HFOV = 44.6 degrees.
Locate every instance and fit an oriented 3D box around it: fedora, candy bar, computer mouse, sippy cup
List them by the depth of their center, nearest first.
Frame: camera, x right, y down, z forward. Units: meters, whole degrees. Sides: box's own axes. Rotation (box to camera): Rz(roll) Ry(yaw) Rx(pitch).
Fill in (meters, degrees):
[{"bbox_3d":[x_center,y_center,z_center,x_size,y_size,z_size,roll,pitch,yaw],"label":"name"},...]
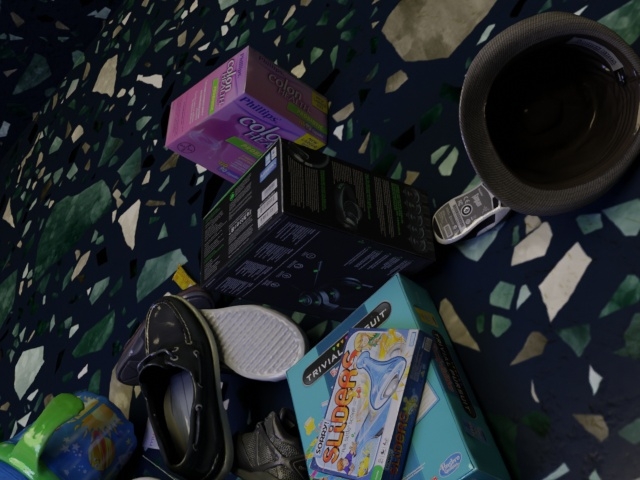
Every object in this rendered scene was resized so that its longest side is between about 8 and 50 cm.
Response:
[{"bbox_3d":[0.284,-0.160,1.012,0.275,0.243,0.124,-33,8,-10],"label":"fedora"},{"bbox_3d":[0.247,-0.055,1.128,0.193,0.042,0.106,-33,51,25],"label":"computer mouse"},{"bbox_3d":[-0.486,0.421,1.515,0.305,0.240,0.224,-28,14,47],"label":"sippy cup"},{"bbox_3d":[-0.281,0.094,1.664,0.161,0.018,0.040,34,99,52],"label":"candy bar"}]

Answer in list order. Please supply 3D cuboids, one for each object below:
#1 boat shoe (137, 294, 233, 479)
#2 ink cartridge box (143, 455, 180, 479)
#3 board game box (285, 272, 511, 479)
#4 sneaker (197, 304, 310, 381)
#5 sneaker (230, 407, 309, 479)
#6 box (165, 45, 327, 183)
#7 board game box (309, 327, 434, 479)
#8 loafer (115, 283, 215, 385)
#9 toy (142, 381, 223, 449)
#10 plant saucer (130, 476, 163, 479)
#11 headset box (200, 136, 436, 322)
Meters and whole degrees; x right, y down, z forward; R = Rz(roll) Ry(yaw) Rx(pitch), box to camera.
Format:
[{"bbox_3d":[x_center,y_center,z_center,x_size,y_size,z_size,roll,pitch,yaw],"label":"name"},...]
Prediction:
[{"bbox_3d":[-0.242,0.230,1.272,0.127,0.113,0.340,-30,60,25],"label":"boat shoe"},{"bbox_3d":[-0.158,0.417,1.152,0.171,0.235,0.056,10,63,51],"label":"ink cartridge box"},{"bbox_3d":[0.088,0.249,1.079,0.254,0.079,0.336,-44,37,22],"label":"board game box"},{"bbox_3d":[-0.134,0.177,1.369,0.321,0.127,0.126,6,77,34],"label":"sneaker"},{"bbox_3d":[-0.094,0.325,1.258,0.227,0.087,0.130,8,73,48],"label":"sneaker"},{"bbox_3d":[-0.144,-0.231,1.540,0.243,0.213,0.117,-26,50,37],"label":"box"},{"bbox_3d":[0.067,0.215,1.028,0.136,0.035,0.201,-7,60,50],"label":"board game box"},{"bbox_3d":[-0.327,0.177,1.602,0.302,0.109,0.095,-46,36,25],"label":"loafer"},{"bbox_3d":[-0.284,0.331,1.496,0.237,0.056,0.137,-9,61,46],"label":"toy"},{"bbox_3d":[-0.300,0.610,1.311,0.400,0.100,0.400,-28,49,37],"label":"plant saucer"},{"bbox_3d":[0.000,0.000,1.177,0.246,0.283,0.131,-40,43,45],"label":"headset box"}]
